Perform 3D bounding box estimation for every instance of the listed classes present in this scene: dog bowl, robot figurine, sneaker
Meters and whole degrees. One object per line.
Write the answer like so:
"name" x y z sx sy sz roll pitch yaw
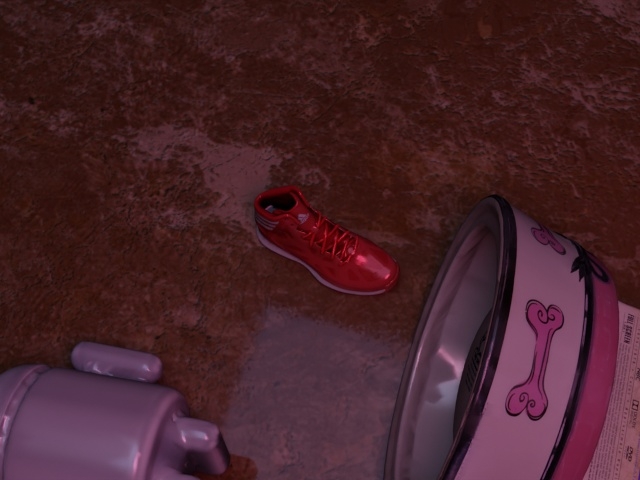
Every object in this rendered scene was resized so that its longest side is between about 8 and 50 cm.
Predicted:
"dog bowl" 0.203 0.162 1.206 0.150 0.408 0.408 17 71 -3
"robot figurine" -0.298 0.267 1.315 0.353 0.200 0.300 9 55 11
"sneaker" 0.000 0.000 1.421 0.221 0.128 0.087 20 73 15

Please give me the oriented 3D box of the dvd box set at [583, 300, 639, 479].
"dvd box set" 0.467 0.275 1.197 0.420 0.062 0.308 19 70 -13
